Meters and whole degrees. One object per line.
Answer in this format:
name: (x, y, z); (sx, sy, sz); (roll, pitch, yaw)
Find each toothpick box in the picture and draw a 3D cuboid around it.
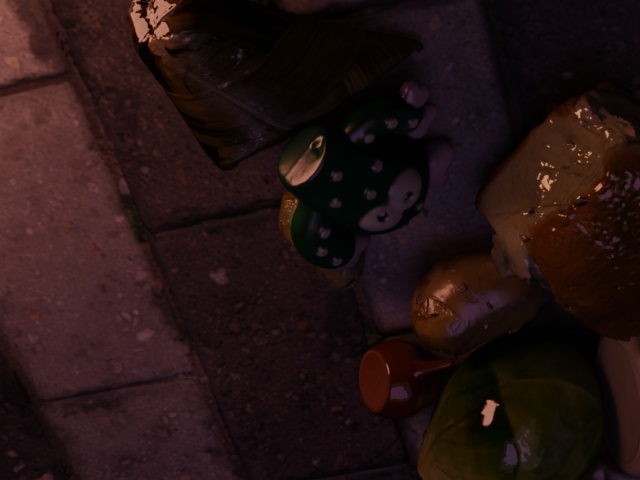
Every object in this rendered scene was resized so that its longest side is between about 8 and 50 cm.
toothpick box: (0.538, 0.205, 1.892); (0.317, 0.229, 0.229); (-4, 128, -9)

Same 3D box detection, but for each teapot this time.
teapot: (0.117, 0.191, 1.975); (0.116, 0.116, 0.173); (24, 150, -17)

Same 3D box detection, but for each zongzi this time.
zongzi: (-0.044, -0.223, 1.606); (0.288, 0.134, 0.286); (-20, 152, 8)

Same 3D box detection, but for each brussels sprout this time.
brussels sprout: (0.252, 0.254, 1.934); (0.210, 0.219, 0.271); (14, 135, -35)

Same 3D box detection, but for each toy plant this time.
toy plant: (0.056, -0.073, 1.738); (0.233, 0.112, 0.243); (-35, 142, -5)

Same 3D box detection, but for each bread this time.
bread: (0.338, -0.029, 1.721); (0.250, 0.225, 0.279); (29, 127, -22)

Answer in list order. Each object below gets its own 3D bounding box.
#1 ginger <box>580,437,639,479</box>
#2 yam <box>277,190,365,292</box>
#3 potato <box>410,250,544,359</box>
ginger: (0.478, 0.338, 2.038); (0.321, 0.165, 0.172); (37, 93, -18)
yam: (0.000, 0.000, 1.844); (0.070, 0.069, 0.146); (-30, 123, 21)
potato: (0.198, 0.075, 1.866); (0.176, 0.137, 0.137); (-21, 126, -4)
